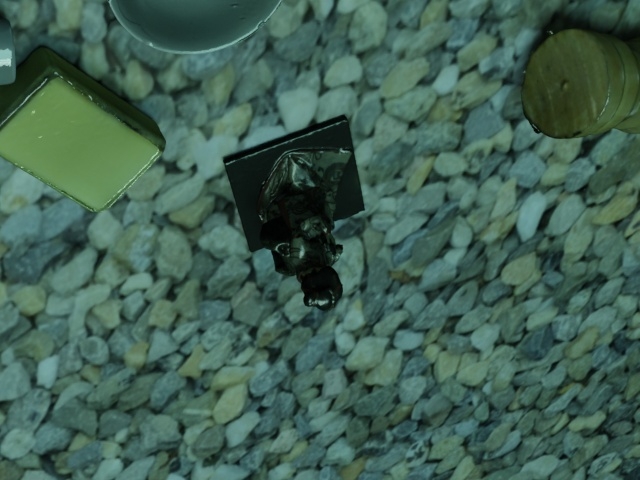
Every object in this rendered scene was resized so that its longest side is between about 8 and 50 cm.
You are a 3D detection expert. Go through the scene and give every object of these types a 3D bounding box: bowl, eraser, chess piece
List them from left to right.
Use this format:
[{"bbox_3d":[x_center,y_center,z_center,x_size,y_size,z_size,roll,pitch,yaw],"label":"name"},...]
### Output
[{"bbox_3d":[-0.261,-0.114,1.445,0.117,0.058,0.172,-42,133,16],"label":"eraser"},{"bbox_3d":[-0.126,-0.281,1.332,0.189,0.086,0.189,-13,133,-14],"label":"bowl"},{"bbox_3d":[0.387,-0.181,1.636,0.301,0.137,0.137,-2,132,-38],"label":"chess piece"}]

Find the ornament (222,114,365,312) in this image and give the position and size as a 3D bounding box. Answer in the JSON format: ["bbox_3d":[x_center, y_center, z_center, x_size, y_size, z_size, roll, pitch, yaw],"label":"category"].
[{"bbox_3d":[0.000,0.000,1.566,0.153,0.196,0.166,-19,136,-5],"label":"ornament"}]

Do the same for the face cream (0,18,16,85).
[{"bbox_3d":[-0.398,-0.175,1.331,0.198,0.057,0.084,-8,132,-17],"label":"face cream"}]
